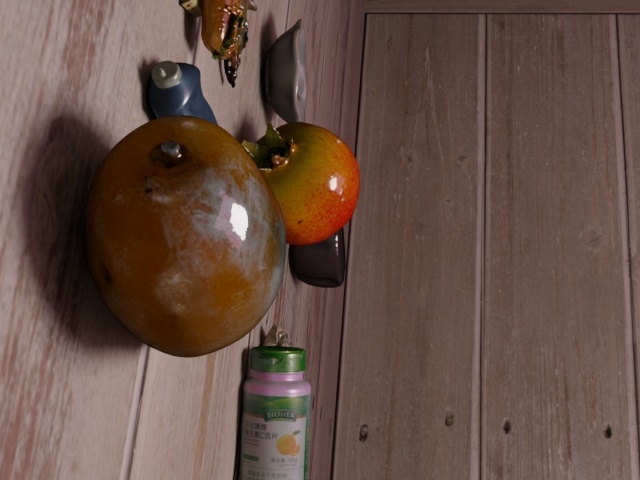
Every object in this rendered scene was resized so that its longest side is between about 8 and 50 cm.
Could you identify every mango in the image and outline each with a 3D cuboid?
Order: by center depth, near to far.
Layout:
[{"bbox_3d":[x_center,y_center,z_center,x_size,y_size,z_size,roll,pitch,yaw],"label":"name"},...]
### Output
[{"bbox_3d":[-0.138,0.018,0.867,0.384,0.199,0.221,104,-13,-60],"label":"mango"}]

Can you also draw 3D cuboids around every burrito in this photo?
[{"bbox_3d":[-0.089,0.252,1.767,0.226,0.060,0.087,82,12,-57],"label":"burrito"}]

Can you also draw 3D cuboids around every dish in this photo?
[{"bbox_3d":[-0.074,-0.332,1.658,0.229,0.081,0.229,1,90,-86],"label":"dish"}]

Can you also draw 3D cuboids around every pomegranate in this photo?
[{"bbox_3d":[-0.046,-0.106,1.446,0.256,0.221,0.221,40,49,-50],"label":"pomegranate"}]

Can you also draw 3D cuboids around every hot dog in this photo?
[{"bbox_3d":[-0.132,-0.344,1.130,0.072,0.055,0.188,-23,116,-80],"label":"hot dog"}]

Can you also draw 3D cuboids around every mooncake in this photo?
[{"bbox_3d":[0.000,0.000,2.088,0.245,0.133,0.245,2,90,-82],"label":"mooncake"}]

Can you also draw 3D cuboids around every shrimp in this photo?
[{"bbox_3d":[-0.131,-0.369,1.263,0.117,0.066,0.262,-80,171,-47],"label":"shrimp"}]

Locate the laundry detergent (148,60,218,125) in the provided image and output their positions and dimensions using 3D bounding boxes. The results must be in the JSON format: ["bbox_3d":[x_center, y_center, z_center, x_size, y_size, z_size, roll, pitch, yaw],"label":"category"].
[{"bbox_3d":[-0.172,-0.154,1.034,0.206,0.061,0.097,77,25,-59],"label":"laundry detergent"}]

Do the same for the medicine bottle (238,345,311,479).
[{"bbox_3d":[-0.085,0.340,1.554,0.133,0.133,0.274,25,67,-82],"label":"medicine bottle"}]

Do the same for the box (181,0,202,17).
[{"bbox_3d":[-0.171,-0.386,1.116,0.073,0.020,0.149,-14,107,-83],"label":"box"}]
